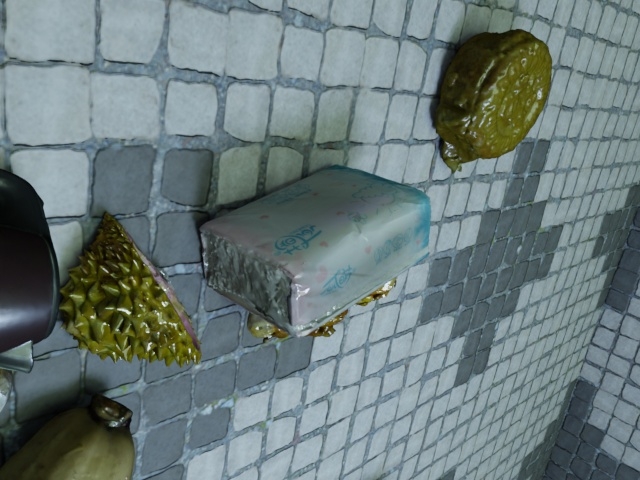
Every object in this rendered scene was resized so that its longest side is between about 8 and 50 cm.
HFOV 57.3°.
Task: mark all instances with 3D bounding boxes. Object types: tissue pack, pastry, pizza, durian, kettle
[{"bbox_3d":[-0.002,-0.001,0.806,0.271,0.202,0.124,-29,126,-36],"label":"tissue pack"},{"bbox_3d":[0.316,-0.259,1.062,0.235,0.132,0.240,-50,138,-18],"label":"pastry"},{"bbox_3d":[0.019,0.080,0.899,0.306,0.161,0.085,-21,112,-37],"label":"pizza"},{"bbox_3d":[-0.212,0.079,0.696,0.132,0.165,0.182,-69,178,-45],"label":"durian"},{"bbox_3d":[-0.350,0.025,0.493,0.232,0.144,0.201,0,68,-43],"label":"kettle"}]

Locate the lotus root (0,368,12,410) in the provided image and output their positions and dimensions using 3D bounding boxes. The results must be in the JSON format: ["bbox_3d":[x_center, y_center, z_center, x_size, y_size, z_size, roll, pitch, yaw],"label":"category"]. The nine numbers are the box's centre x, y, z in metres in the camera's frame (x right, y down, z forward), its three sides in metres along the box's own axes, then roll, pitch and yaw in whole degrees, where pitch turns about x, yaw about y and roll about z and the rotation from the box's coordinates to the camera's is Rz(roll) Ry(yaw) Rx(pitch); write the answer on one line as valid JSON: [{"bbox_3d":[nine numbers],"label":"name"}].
[{"bbox_3d":[-0.372,0.140,0.579,0.112,0.081,0.122,-29,129,-25],"label":"lotus root"}]

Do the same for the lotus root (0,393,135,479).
[{"bbox_3d":[-0.313,0.305,0.682,0.155,0.140,0.256,30,74,-11],"label":"lotus root"}]
